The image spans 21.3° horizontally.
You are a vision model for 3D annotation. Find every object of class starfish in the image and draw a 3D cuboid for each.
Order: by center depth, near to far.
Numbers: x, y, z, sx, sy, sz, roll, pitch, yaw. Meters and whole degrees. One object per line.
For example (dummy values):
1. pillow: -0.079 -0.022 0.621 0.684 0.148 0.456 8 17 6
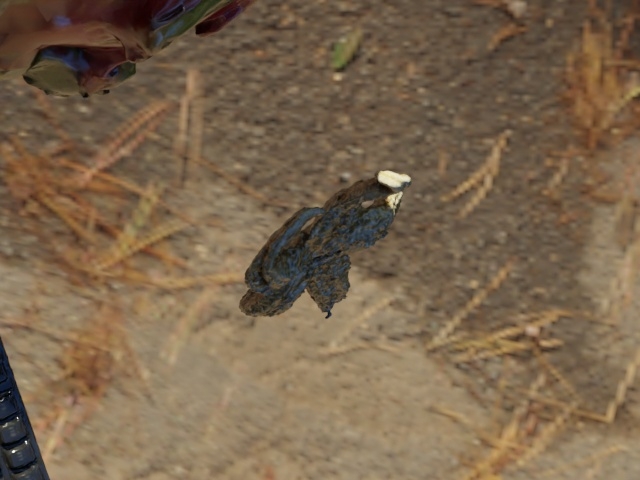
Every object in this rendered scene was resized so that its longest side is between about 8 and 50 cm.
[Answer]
1. starfish: 0.007 0.008 1.098 0.150 0.210 0.053 -36 83 -37

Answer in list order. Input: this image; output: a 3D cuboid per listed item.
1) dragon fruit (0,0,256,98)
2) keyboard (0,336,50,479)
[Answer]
1. dragon fruit: -0.118 -0.200 0.875 0.231 0.237 0.303 52 59 -17
2. keyboard: -0.123 0.067 0.548 0.061 0.013 0.204 -18 107 -7
